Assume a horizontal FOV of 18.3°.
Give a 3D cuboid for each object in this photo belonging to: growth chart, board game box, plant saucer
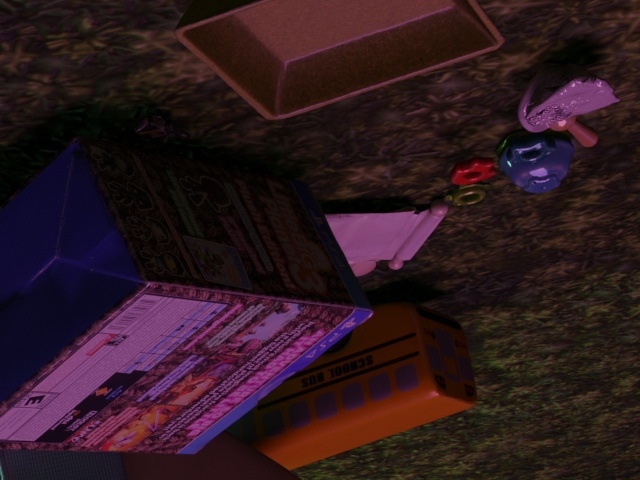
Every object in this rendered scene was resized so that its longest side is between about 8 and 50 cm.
[{"bbox_3d":[0.000,0.000,1.839,0.237,0.021,0.172,-1,158,-26],"label":"growth chart"},{"bbox_3d":[-0.146,0.054,1.615,0.232,0.141,0.291,-39,153,25],"label":"board game box"},{"bbox_3d":[0.014,-0.159,1.379,0.188,0.045,0.188,-17,159,15],"label":"plant saucer"}]

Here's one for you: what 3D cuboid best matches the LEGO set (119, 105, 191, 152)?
[{"bbox_3d":[-0.133,-0.087,1.539,0.054,0.023,0.083,6,167,-35],"label":"LEGO set"}]

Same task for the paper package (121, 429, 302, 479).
[{"bbox_3d":[-0.226,0.297,1.958,0.325,0.309,0.168,34,148,-16],"label":"paper package"}]

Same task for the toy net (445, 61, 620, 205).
[{"bbox_3d":[0.173,-0.095,1.648,0.122,0.045,0.232,-6,158,-10],"label":"toy net"}]

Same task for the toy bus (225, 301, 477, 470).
[{"bbox_3d":[-0.007,0.160,2.109,0.332,0.130,0.108,-22,157,27],"label":"toy bus"}]

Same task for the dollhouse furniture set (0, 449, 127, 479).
[{"bbox_3d":[-0.261,0.174,1.759,0.303,0.286,0.198,-4,163,-31],"label":"dollhouse furniture set"}]
